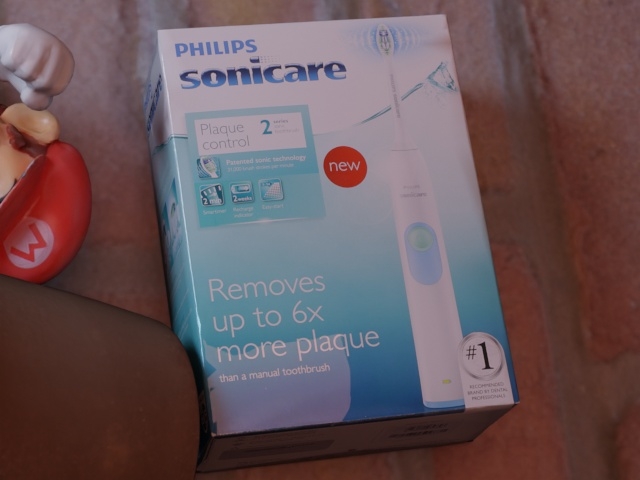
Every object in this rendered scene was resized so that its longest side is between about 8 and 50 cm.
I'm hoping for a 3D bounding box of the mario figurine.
[{"bbox_3d":[-0.288,-0.092,1.176,0.320,0.198,0.170,44,55,9],"label":"mario figurine"}]

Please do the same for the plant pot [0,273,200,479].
[{"bbox_3d":[-0.207,0.123,1.104,0.229,0.263,0.263,5,70,-29],"label":"plant pot"}]

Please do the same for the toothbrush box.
[{"bbox_3d":[0.000,0.000,1.236,0.216,0.126,0.295,-4,71,-13],"label":"toothbrush box"}]
